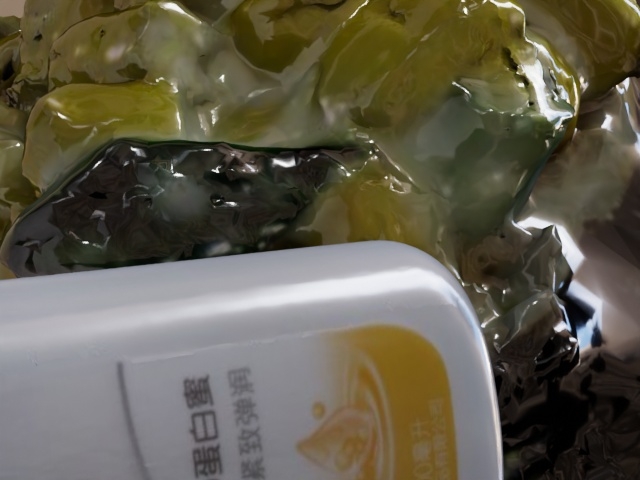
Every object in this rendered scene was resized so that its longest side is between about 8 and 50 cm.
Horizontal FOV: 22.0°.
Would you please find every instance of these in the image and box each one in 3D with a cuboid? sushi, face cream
[{"bbox_3d":[0.000,0.000,0.666,0.328,0.328,0.285,-116,-179,-54],"label":"sushi"},{"bbox_3d":[-0.077,0.078,0.424,0.071,0.291,0.144,6,-82,54],"label":"face cream"}]
